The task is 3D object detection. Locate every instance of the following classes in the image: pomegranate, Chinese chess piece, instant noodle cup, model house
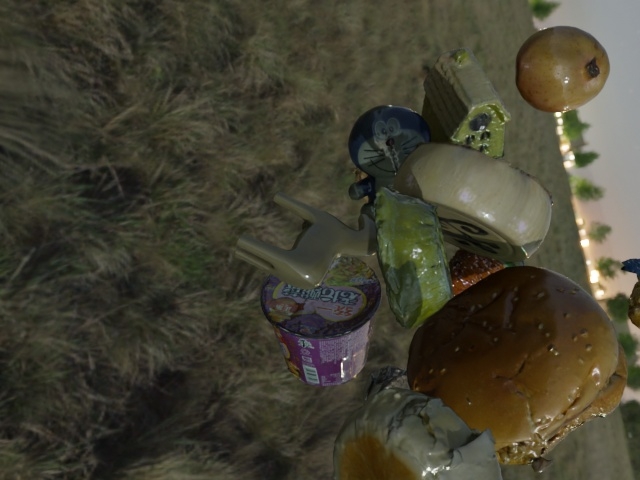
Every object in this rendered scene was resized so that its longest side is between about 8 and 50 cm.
[{"bbox_3d":[0.507,-0.360,1.442,0.191,0.191,0.191,-14,90,-70],"label":"pomegranate"},{"bbox_3d":[0.242,-0.060,1.114,0.104,0.257,0.257,-65,149,-9],"label":"Chinese chess piece"},{"bbox_3d":[0.012,0.234,1.951,0.339,0.340,0.265,-81,168,-47],"label":"instant noodle cup"},{"bbox_3d":[0.322,-0.304,1.577,0.234,0.175,0.193,74,-1,-57],"label":"model house"}]

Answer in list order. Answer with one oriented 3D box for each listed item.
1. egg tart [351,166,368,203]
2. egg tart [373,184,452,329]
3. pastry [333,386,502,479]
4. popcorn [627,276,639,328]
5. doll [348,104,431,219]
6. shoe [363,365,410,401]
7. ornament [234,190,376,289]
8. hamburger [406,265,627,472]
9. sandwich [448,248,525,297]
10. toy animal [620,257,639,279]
[{"bbox_3d":[0.199,-0.157,1.941,0.352,0.150,0.352,54,-10,14],"label":"egg tart"},{"bbox_3d":[0.126,0.020,0.898,0.197,0.078,0.197,-9,90,-74],"label":"egg tart"},{"bbox_3d":[0.086,0.217,0.631,0.088,0.166,0.165,-16,92,-40],"label":"pastry"},{"bbox_3d":[0.720,0.141,1.402,0.170,0.180,0.179,-23,98,-70],"label":"popcorn"},{"bbox_3d":[0.164,-0.174,1.529,0.154,0.228,0.258,-93,170,-52],"label":"doll"},{"bbox_3d":[0.122,0.274,1.263,0.180,0.092,0.088,-16,108,-51],"label":"shoe"},{"bbox_3d":[0.000,0.000,1.279,0.230,0.245,0.061,-57,171,-42],"label":"ornament"},{"bbox_3d":[0.268,0.175,0.974,0.170,0.290,0.314,51,1,-26],"label":"hamburger"},{"bbox_3d":[0.329,0.074,1.331,0.235,0.159,0.079,51,37,-26],"label":"sandwich"},{"bbox_3d":[0.901,0.126,1.823,0.176,0.256,0.239,90,21,-71],"label":"toy animal"}]
